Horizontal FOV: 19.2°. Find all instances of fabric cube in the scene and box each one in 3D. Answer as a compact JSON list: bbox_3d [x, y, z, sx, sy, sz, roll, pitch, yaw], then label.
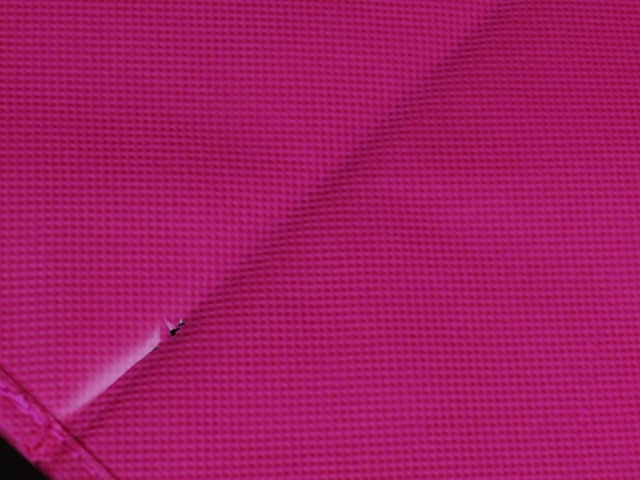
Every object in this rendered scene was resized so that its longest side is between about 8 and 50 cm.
[{"bbox_3d":[0.000,0.000,0.490,0.258,0.259,0.254,-46,176,-24],"label":"fabric cube"}]
